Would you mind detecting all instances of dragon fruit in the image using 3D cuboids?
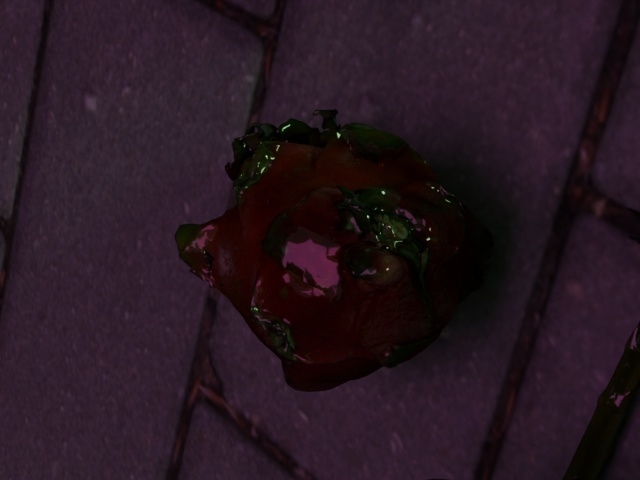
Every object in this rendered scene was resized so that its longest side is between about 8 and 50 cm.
[{"bbox_3d":[0.000,-0.018,1.041,0.200,0.198,0.269,103,148,-51],"label":"dragon fruit"}]

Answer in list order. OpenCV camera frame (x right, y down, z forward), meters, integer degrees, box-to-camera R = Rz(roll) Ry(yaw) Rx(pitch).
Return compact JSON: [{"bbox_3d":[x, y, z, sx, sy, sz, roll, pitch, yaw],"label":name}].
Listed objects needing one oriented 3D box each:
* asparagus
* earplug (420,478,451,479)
[{"bbox_3d":[0.199,0.075,0.936,0.024,0.025,0.249,-121,43,-56],"label":"asparagus"},{"bbox_3d":[0.177,0.317,0.787,0.394,0.312,0.313,6,99,45],"label":"earplug"}]
